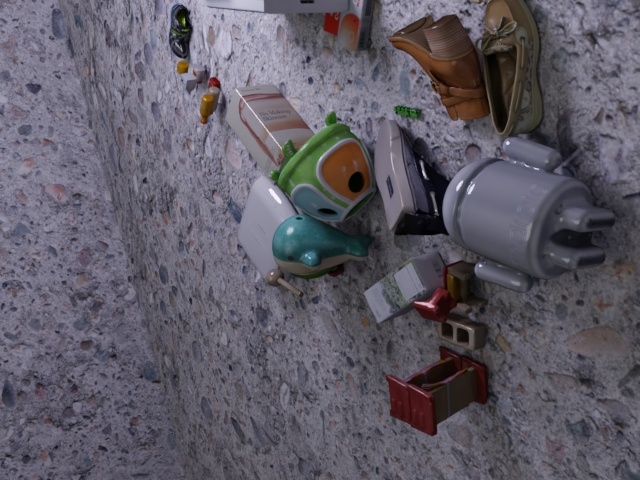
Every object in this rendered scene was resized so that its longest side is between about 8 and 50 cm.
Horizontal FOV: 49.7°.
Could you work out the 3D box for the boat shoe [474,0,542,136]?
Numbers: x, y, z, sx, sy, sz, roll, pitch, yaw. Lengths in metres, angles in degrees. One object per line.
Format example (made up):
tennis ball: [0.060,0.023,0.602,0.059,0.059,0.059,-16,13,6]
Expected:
boat shoe: [0.367,-0.348,1.355,0.105,0.089,0.285,-6,98,56]

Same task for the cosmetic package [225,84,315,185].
cosmetic package: [-0.136,-0.314,2.026,0.296,0.153,0.129,52,139,26]

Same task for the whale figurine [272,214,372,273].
whale figurine: [0.000,0.000,1.882,0.272,0.216,0.141,-1,117,16]

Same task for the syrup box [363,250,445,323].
syrup box: [0.219,0.122,1.758,0.237,0.096,0.093,-45,65,53]

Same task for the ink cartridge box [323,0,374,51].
ink cartridge box: [0.057,-0.573,1.738,0.179,0.045,0.145,36,131,38]

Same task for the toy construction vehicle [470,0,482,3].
toy construction vehicle: [0.312,-0.538,1.409,0.086,0.035,0.098,23,125,36]

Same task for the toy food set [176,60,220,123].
toy food set: [-0.414,-0.509,2.365,0.232,0.111,0.104,49,139,27]

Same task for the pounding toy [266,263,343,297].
pounding toy: [-0.023,0.082,2.013,0.183,0.237,0.110,24,152,42]

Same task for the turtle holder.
turtle holder: [0.010,-0.152,1.815,0.227,0.243,0.320,47,133,8]

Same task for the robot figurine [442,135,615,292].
robot figurine: [0.386,-0.050,1.358,0.353,0.200,0.299,25,108,47]

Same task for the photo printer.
photo printer: [-0.146,-0.038,2.192,0.256,0.107,0.307,54,141,26]

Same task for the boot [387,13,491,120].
boot: [0.263,-0.373,1.502,0.220,0.109,0.283,61,165,-22]

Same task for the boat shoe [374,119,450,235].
boat shoe: [0.228,-0.144,1.630,0.127,0.158,0.340,114,157,-50]

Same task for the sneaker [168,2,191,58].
sneaker: [-0.491,-0.732,2.419,0.078,0.067,0.188,34,127,51]

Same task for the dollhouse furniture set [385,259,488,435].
dollhouse furniture set: [0.274,0.244,1.641,0.152,0.201,0.373,17,118,51]

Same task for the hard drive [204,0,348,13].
hard drive: [-0.121,-0.614,1.768,0.353,0.233,0.047,31,127,53]

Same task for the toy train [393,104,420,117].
toy train: [0.208,-0.309,1.661,0.083,0.017,0.023,23,132,49]
